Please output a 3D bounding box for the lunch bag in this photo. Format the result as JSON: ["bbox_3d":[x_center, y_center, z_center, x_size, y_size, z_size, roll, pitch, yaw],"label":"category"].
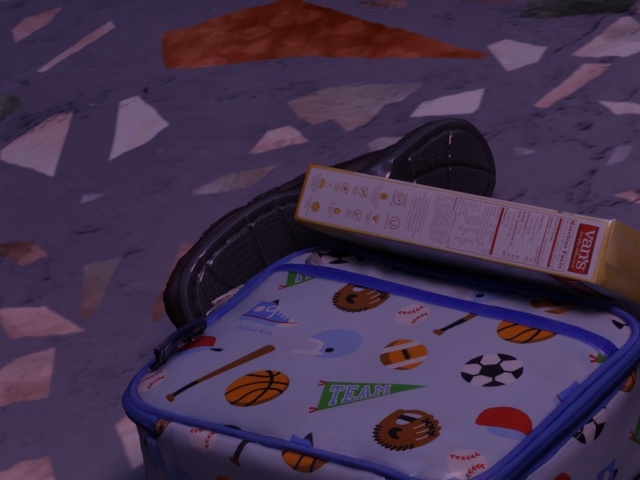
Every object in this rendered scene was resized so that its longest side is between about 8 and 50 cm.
[{"bbox_3d":[0.040,0.099,1.199,0.303,0.115,0.243,14,38,38],"label":"lunch bag"}]

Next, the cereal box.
[{"bbox_3d":[0.126,0.006,1.279,0.240,0.173,0.047,12,84,38],"label":"cereal box"}]

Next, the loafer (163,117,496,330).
[{"bbox_3d":[0.000,0.000,1.414,0.302,0.109,0.095,-29,13,-35],"label":"loafer"}]
